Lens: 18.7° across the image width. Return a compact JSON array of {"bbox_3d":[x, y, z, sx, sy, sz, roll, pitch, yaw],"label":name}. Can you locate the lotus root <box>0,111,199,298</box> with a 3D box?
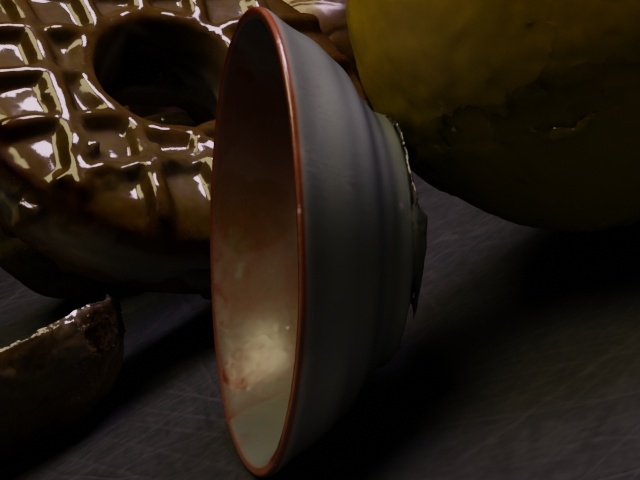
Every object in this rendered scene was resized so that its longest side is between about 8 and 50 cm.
[{"bbox_3d":[-0.169,-0.028,1.611,0.241,0.124,0.123,-23,15,18],"label":"lotus root"}]

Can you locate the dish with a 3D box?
[{"bbox_3d":[0.000,0.000,1.088,0.085,0.260,0.260,-1,10,-13],"label":"dish"}]

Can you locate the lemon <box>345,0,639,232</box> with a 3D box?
[{"bbox_3d":[0.160,-0.144,1.110,0.297,0.297,0.297,-26,15,8],"label":"lemon"}]

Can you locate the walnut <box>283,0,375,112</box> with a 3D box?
[{"bbox_3d":[-0.018,-0.157,1.698,0.207,0.167,0.167,-17,18,26],"label":"walnut"}]

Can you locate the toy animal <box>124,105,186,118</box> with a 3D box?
[{"bbox_3d":[-0.157,-0.110,1.664,0.229,0.224,0.066,-39,38,27],"label":"toy animal"}]

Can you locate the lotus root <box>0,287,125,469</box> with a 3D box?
[{"bbox_3d":[-0.270,0.144,1.336,0.329,0.078,0.167,-29,-7,0],"label":"lotus root"}]

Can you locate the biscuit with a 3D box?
[{"bbox_3d":[-0.115,-0.094,1.436,0.332,0.332,0.103,-44,-19,-46],"label":"biscuit"}]
